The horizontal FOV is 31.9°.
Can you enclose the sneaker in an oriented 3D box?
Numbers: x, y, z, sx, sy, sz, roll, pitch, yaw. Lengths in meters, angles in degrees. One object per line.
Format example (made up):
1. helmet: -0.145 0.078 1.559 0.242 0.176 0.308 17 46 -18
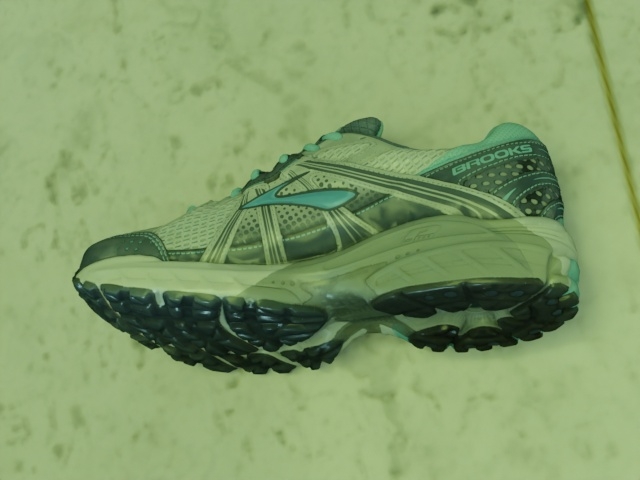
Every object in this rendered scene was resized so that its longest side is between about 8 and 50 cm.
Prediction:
1. sneaker: 0.000 0.000 0.626 0.283 0.110 0.122 -4 60 16
